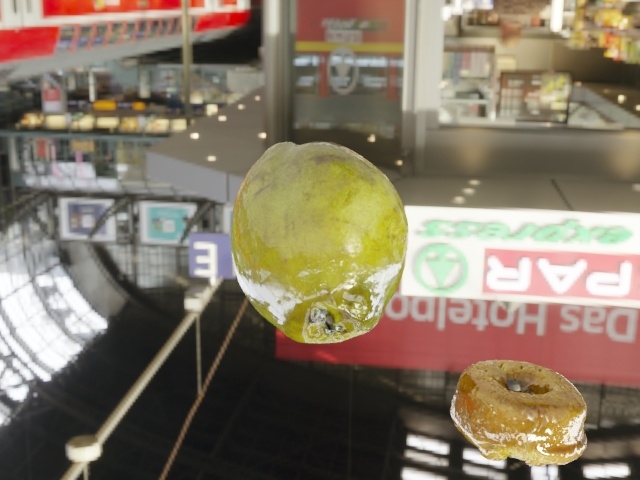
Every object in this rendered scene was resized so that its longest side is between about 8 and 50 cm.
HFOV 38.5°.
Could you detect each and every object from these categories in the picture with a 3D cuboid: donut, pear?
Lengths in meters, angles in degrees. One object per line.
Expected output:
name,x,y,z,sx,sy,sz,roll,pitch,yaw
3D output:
donut,0.323,0.278,1.492,0.226,0.114,0.226,7,-165,-2
pear,0.000,0.000,1.799,0.352,0.413,0.352,-9,158,-4
